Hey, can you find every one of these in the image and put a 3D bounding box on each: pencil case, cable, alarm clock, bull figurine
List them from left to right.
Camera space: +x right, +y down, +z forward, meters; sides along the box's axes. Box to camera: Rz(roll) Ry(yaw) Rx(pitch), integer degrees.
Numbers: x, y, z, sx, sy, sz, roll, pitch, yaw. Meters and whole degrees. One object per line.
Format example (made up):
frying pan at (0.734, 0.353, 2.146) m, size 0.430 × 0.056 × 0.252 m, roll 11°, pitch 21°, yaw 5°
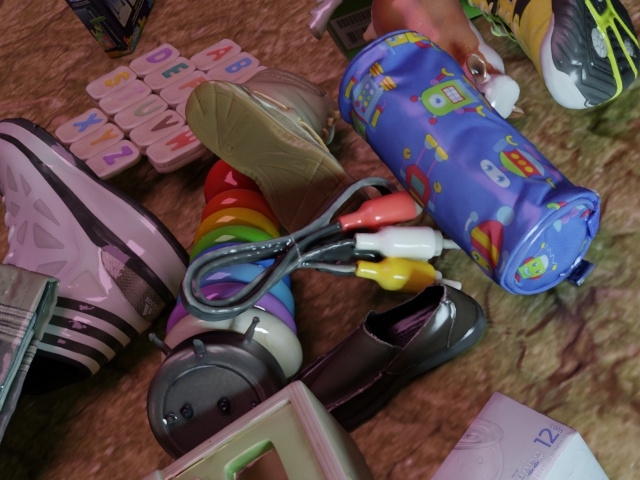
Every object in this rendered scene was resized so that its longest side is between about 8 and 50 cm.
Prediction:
alarm clock at (-0.093, 0.172, 1.161) m, size 0.129 × 0.192 × 0.064 m, roll -10°, pitch 14°, yaw 7°
cable at (0.000, 0.000, 1.201) m, size 0.072 × 0.287 × 0.139 m, roll -42°, pitch 57°, yaw 58°
bull figurine at (0.102, -0.218, 1.386) m, size 0.188 × 0.101 × 0.310 m, roll -28°, pitch 65°, yaw 22°
pencil case at (0.145, -0.081, 1.199) m, size 0.133 × 0.119 × 0.306 m, roll -30°, pitch 56°, yaw -15°

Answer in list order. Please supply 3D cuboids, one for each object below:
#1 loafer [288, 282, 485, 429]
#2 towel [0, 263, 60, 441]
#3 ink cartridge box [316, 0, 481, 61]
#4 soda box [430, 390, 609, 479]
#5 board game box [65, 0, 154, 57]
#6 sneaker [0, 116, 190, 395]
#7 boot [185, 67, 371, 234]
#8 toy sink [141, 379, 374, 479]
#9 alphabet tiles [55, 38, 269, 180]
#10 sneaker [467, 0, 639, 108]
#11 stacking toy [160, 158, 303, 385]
loafer at (0.049, 0.104, 1.187) m, size 0.220 × 0.078 × 0.080 m, roll -35°, pitch 41°, yaw 2°
towel at (-0.457, 0.160, 1.358) m, size 0.324 × 0.056 × 0.312 m, roll 9°, pitch 67°, yaw 31°
ink cartridge box at (0.101, -0.370, 1.579) m, size 0.189 × 0.097 × 0.255 m, roll -17°, pitch 45°, yaw 22°
soda box at (0.108, 0.268, 0.981) m, size 0.091 × 0.098 × 0.286 m, roll 24°, pitch 69°, yaw 46°
board game box at (-0.312, -0.383, 1.845) m, size 0.048 × 0.141 × 0.170 m, roll -9°, pitch 47°, yaw 28°
sneaker at (-0.361, 0.019, 1.485) m, size 0.257 × 0.169 × 0.447 m, roll -46°, pitch 44°, yaw -13°
boot at (-0.010, -0.092, 1.383) m, size 0.095 × 0.262 × 0.203 m, roll -52°, pitch -7°, yaw 22°
toy sink at (-0.065, 0.261, 1.082) m, size 0.234 × 0.131 × 0.152 m, roll -34°, pitch 40°, yaw 5°
alphabet tiles at (-0.204, -0.180, 1.620) m, size 0.278 × 0.021 × 0.284 m, roll -30°, pitch 38°, yaw -15°
sneaker at (0.248, -0.254, 1.357) m, size 0.147 × 0.145 × 0.384 m, roll -27°, pitch 31°, yaw 25°
stacking toy at (-0.091, 0.019, 1.332) m, size 0.141 × 0.141 × 0.330 m, roll -22°, pitch 39°, yaw 17°
